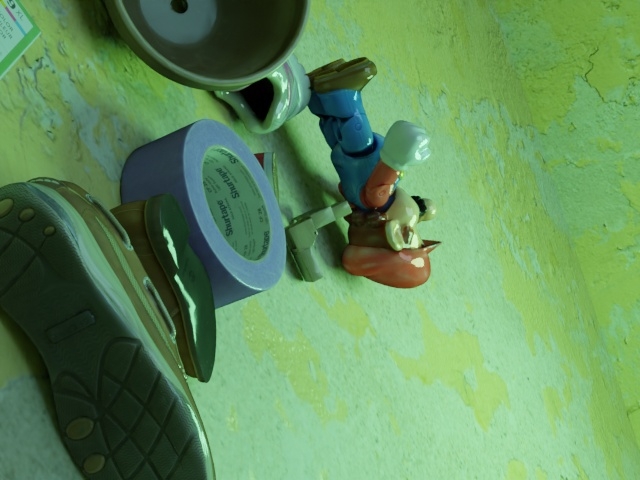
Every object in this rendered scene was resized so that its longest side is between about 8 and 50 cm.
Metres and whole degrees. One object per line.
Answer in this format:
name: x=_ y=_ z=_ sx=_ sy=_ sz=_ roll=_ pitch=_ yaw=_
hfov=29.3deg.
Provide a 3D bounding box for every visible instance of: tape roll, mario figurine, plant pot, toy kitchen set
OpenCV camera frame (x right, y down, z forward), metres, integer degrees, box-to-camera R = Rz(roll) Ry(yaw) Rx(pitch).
tape roll: x=-0.118 y=-0.025 z=1.273 sx=0.189 sy=0.080 sz=0.189 roll=47 pitch=33 yaw=-42
mario figurine: x=0.087 y=-0.090 z=1.625 sx=0.198 sy=0.170 sz=0.321 roll=-58 pitch=132 yaw=-67
plant pot: x=-0.138 y=-0.272 z=1.341 sx=0.237 sy=0.109 sz=0.237 roll=5 pitch=79 yaw=-28
toy kitchen set: x=0.000 y=0.000 z=1.526 sx=0.075 sy=0.083 sz=0.068 roll=66 pitch=-18 yaw=-8

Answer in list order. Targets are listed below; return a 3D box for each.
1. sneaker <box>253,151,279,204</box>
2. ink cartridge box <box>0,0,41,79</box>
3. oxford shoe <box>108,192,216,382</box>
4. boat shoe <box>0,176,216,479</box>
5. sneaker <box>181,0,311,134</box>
sneaker: x=-0.083 y=-0.056 z=1.434 sx=0.042 sy=0.067 sz=0.118 roll=-88 pitch=177 yaw=-46
ink cartridge box: x=-0.293 y=-0.147 z=0.962 sx=0.062 sy=0.109 sz=0.209 roll=58 pitch=26 yaw=-25
oxford shoe: x=-0.150 y=0.049 z=1.168 sx=0.076 sy=0.076 sz=0.212 roll=-76 pitch=155 yaw=-55
boat shoe: x=-0.166 y=0.089 z=1.032 sx=0.324 sy=0.123 sz=0.116 roll=67 pitch=22 yaw=-9
sneaker: x=-0.095 y=-0.235 z=1.465 sx=0.252 sy=0.103 sz=0.111 roll=57 pitch=25 yaw=-24
